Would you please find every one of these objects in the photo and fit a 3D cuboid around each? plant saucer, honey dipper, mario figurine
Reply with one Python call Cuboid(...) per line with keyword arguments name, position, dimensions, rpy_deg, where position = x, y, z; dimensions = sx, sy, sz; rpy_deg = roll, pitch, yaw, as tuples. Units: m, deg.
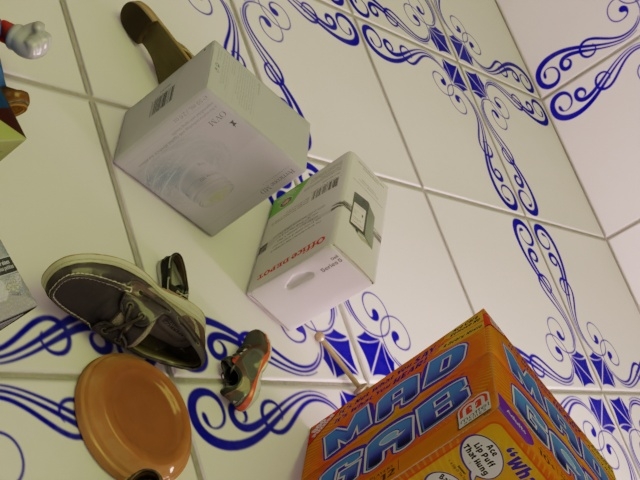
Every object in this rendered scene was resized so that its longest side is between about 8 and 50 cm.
Cuboid(name="plant saucer", position=(-0.248, 0.242, 1.600), dimensions=(0.200, 0.037, 0.200), rpy_deg=(36, 37, -33))
Cuboid(name="honey dipper", position=(0.043, 0.224, 2.048), dimensions=(0.160, 0.030, 0.030), rpy_deg=(53, 30, -4))
Cuboid(name="mario figurine", position=(-0.494, -0.339, 1.650), dimensions=(0.198, 0.170, 0.320), rpy_deg=(80, -6, -77))

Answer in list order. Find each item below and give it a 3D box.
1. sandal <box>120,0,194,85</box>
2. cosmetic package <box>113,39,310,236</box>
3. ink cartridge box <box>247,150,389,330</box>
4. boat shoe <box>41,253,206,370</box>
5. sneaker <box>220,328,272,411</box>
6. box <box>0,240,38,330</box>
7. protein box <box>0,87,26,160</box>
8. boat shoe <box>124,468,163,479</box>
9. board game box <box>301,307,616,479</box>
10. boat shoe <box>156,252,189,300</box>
Cuboid(name="sandal", position=(-0.258, -0.330, 2.076), dimensions=(0.240, 0.088, 0.079), rpy_deg=(55, 35, 7))
Cuboid(name="cosmetic package", position=(-0.174, -0.160, 1.900), dimensions=(0.225, 0.224, 0.138), rpy_deg=(38, 35, -29))
Cuboid(name="ink cartridge box", position=(0.000, 0.000, 2.028), dimensions=(0.115, 0.198, 0.272), rpy_deg=(44, 33, -23))
Cuboid(name="boat shoe", position=(-0.262, 0.106, 1.634), dimensions=(0.285, 0.103, 0.092), rpy_deg=(34, 21, -44))
Cuboid(name="sneaker", position=(-0.121, 0.189, 1.815), dimensions=(0.065, 0.061, 0.158), rpy_deg=(35, 35, -22))
Cuboid(name="box", position=(-0.472, 0.077, 1.299), dimensions=(0.142, 0.163, 0.247), rpy_deg=(59, 30, 1))
Cuboid(name="protein box", position=(-0.510, -0.122, 1.396), dimensions=(0.200, 0.201, 0.136), rpy_deg=(-15, 74, -59))
Cuboid(name="boat shoe", position=(-0.244, 0.374, 1.398), dimensions=(0.095, 0.095, 0.257), rpy_deg=(12, 32, -1))
Cuboid(name="board game box", position=(0.216, 0.392, 1.736), dimensions=(0.356, 0.356, 0.356), rpy_deg=(50, 15, -11))
Cuboid(name="boat shoe", position=(-0.221, 0.076, 1.793), dimensions=(0.046, 0.038, 0.125), rpy_deg=(25, 43, -43))
